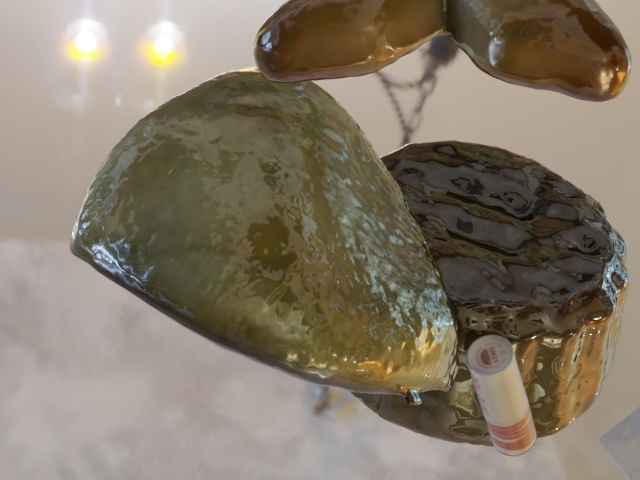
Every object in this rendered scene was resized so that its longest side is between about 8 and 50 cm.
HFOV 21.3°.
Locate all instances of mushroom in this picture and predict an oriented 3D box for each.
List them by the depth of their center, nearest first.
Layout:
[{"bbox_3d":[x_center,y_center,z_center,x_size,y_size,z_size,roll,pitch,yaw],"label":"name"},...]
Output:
[{"bbox_3d":[0.004,0.001,1.215,0.217,0.292,0.212,22,-98,29],"label":"mushroom"}]

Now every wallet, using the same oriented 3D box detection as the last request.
[{"bbox_3d":[0.237,0.161,1.195,0.044,0.011,0.083,-37,-101,-7],"label":"wallet"}]

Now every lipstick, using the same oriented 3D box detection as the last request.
[{"bbox_3d":[0.145,0.125,1.354,0.038,0.130,0.038,-9,-128,11],"label":"lipstick"}]

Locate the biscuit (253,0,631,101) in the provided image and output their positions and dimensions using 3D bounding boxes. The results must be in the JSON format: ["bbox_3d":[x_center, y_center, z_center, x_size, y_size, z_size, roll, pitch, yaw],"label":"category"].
[{"bbox_3d":[0.067,-0.137,0.796,0.164,0.047,0.208,3,-141,12],"label":"biscuit"}]

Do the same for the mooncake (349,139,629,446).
[{"bbox_3d":[0.138,0.035,1.542,0.290,0.161,0.290,5,-141,-4],"label":"mooncake"}]
